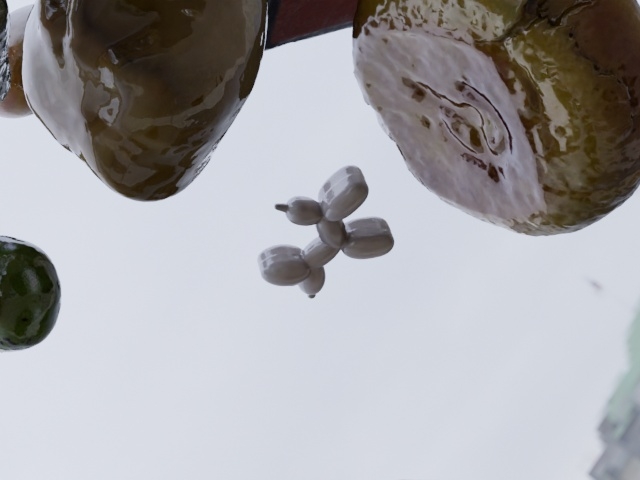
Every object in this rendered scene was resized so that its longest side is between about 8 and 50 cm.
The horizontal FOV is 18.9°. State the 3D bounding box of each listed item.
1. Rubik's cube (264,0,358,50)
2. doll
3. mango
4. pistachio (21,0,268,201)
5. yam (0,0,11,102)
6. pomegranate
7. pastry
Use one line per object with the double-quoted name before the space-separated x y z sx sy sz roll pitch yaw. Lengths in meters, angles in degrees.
"Rubik's cube" -0.116 -0.397 2.002 0.318 0.313 0.316 -21 -32 -30
"doll" 0.000 0.000 2.244 0.160 0.059 0.161 -23 -46 3
"mango" -0.359 -0.222 2.330 0.138 0.113 0.253 -41 16 16
"pistachio" -0.115 -0.157 1.443 0.260 0.163 0.212 -53 -39 -42
"yam" -0.348 -0.188 1.846 0.107 0.107 0.183 -50 -3 -22
"pomegranate" -0.308 0.056 1.796 0.142 0.114 0.114 -27 -32 -56
"pastry" 0.182 -0.163 1.861 0.164 0.356 0.356 -42 -20 -33
